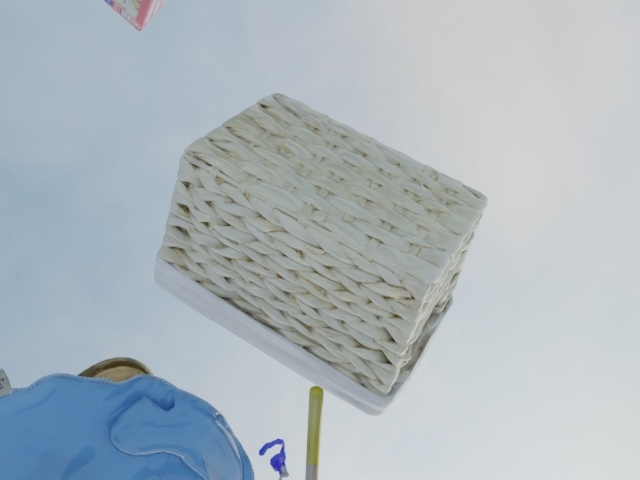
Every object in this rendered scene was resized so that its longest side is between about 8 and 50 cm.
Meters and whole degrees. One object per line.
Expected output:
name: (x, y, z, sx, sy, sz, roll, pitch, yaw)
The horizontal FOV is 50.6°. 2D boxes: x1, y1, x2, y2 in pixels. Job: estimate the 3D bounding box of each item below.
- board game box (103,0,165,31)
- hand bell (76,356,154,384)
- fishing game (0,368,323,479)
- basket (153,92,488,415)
board game box: (-0.096, -0.237, 0.485, 0.045, 0.193, 0.147, 39, -96, -18)
hand bell: (-0.121, 0.213, 0.600, 0.126, 0.126, 0.242, -52, -45, -14)
fishing game: (-0.121, 0.138, 0.315, 0.264, 0.041, 0.189, -12, -65, -22)
basket: (0.000, 0.000, 0.402, 0.113, 0.167, 0.103, -46, -22, -46)
